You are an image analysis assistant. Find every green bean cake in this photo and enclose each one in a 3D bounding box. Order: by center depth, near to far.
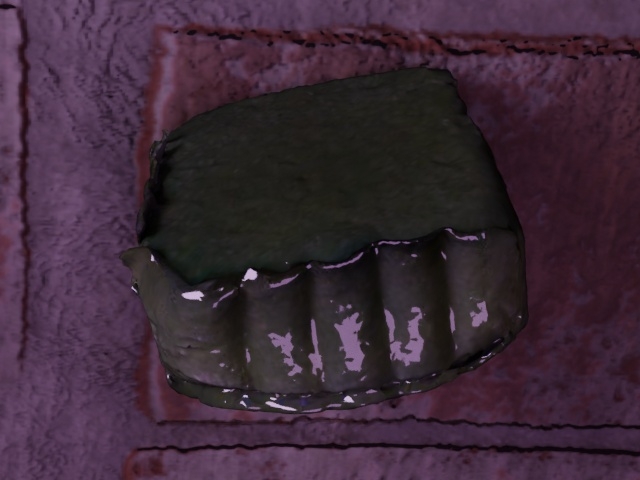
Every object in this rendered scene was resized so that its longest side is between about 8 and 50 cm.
[{"bbox_3d":[0.000,0.000,0.952,0.223,0.227,0.124,-9,117,-1],"label":"green bean cake"}]
